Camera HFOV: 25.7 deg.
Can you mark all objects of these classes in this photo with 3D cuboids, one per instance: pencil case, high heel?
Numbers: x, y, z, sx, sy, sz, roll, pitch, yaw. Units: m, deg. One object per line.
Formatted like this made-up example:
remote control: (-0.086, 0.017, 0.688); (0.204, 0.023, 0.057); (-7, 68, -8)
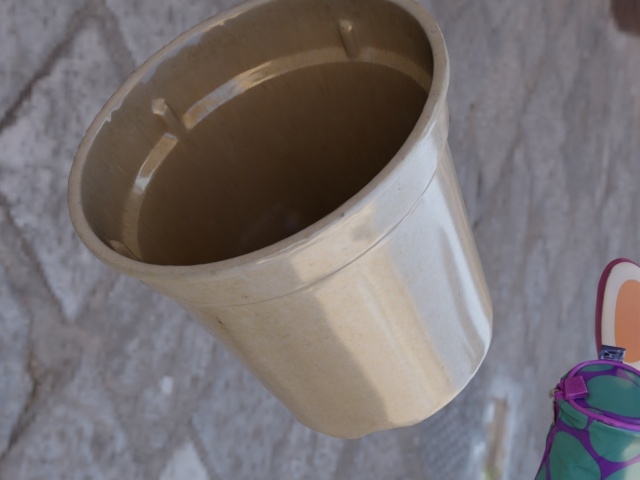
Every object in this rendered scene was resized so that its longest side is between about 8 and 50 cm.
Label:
pencil case: (0.148, 0.136, 0.809); (0.064, 0.070, 0.151); (-65, 172, -52)
high heel: (0.296, 0.107, 1.348); (0.244, 0.082, 0.117); (63, -3, -27)

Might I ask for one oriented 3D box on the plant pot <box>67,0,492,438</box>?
plant pot: (0.000, 0.000, 1.221); (0.305, 0.334, 0.333); (60, 40, -41)
